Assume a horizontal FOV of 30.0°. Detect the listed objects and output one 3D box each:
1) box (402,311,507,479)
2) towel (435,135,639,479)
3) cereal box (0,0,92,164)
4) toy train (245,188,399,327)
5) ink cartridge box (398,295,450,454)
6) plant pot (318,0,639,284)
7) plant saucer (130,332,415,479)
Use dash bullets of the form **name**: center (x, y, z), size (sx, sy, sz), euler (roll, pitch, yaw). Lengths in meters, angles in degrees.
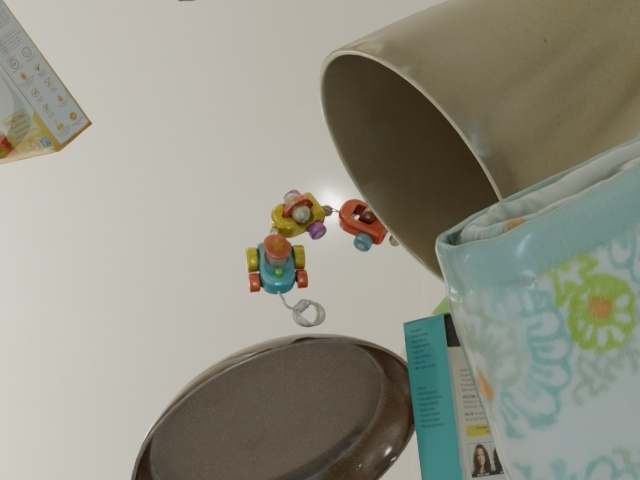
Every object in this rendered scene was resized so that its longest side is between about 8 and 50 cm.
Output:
- **box**: center (0.142, 0.188, 1.069), size (0.100, 0.060, 0.244), euler (2, -103, -36)
- **towel**: center (0.275, 0.073, 0.730), size (0.320, 0.374, 0.090), euler (69, 163, -11)
- **cereal box**: center (-0.322, -0.178, 1.054), size (0.047, 0.173, 0.240), euler (-46, -66, -29)
- **toy train**: center (0.000, 0.000, 1.166), size (0.166, 0.125, 0.046), euler (-52, -17, -33)
- **ink cartridge box**: center (0.231, 0.225, 1.663), size (0.207, 0.119, 0.353), euler (-54, 24, 27)
- **plant pot**: center (0.182, -0.129, 1.062), size (0.274, 0.256, 0.256), euler (-37, -37, -18)
- **plant saucer**: center (-0.047, 0.198, 1.212), size (0.310, 0.310, 0.050), euler (78, 166, -46)
